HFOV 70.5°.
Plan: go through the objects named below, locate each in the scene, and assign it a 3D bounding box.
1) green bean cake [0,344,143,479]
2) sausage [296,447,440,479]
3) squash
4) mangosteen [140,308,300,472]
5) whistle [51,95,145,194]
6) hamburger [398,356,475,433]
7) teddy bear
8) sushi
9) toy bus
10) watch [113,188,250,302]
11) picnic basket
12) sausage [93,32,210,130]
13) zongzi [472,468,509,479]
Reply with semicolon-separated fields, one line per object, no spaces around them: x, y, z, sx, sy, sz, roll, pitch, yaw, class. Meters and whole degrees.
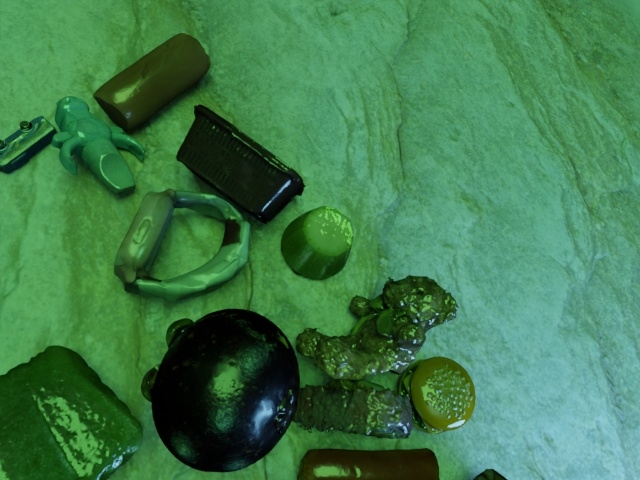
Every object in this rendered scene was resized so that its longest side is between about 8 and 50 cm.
-0.453;0.316;0.757;0.222;0.125;0.248;-27;74;-46;green bean cake
0.102;0.453;0.884;0.300;0.083;0.089;5;53;-13;sausage
0.000;0.000;1.049;0.170;0.123;0.170;6;70;-15;squash
-0.177;0.256;0.809;0.288;0.288;0.288;5;65;-12;mangosteen
-0.517;-0.216;1.028;0.274;0.093;0.186;51;38;7;whistle
0.246;0.327;0.959;0.162;0.115;0.162;6;66;-13;hamburger
0.121;0.168;0.940;0.296;0.246;0.223;12;89;-23;teddy bear
0.069;0.339;0.908;0.161;0.241;0.107;35;52;-42;sushi
-0.665;-0.215;1.011;0.061;0.051;0.153;38;63;-2;toy bus
-0.278;0.016;0.965;0.241;0.162;0.253;24;65;-17;watch
-0.190;-0.159;1.037;0.297;0.222;0.129;36;85;3;picnic basket
-0.403;-0.398;1.120;0.121;0.121;0.304;38;64;5;sausage
0.301;0.544;0.777;0.286;0.288;0.134;-39;86;-26;zongzi
